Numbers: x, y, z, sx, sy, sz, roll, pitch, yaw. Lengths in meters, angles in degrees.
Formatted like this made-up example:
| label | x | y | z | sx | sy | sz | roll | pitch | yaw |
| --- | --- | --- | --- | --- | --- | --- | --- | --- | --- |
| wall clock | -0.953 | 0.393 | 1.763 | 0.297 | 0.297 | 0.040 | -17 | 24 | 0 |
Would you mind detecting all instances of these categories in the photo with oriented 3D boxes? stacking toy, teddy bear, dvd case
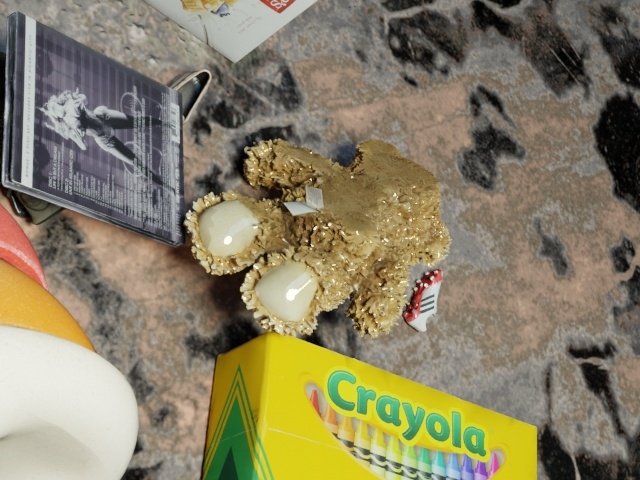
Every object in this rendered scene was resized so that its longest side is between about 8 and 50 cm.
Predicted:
| label | x | y | z | sx | sy | sz | roll | pitch | yaw |
| --- | --- | --- | --- | --- | --- | --- | --- | --- | --- |
| stacking toy | -0.356 | 0.006 | 0.999 | 0.351 | 0.350 | 0.480 | 8 | 48 | -37 |
| teddy bear | 0.000 | 0.000 | 1.343 | 0.245 | 0.113 | 0.338 | 30 | 33 | 5 |
| dvd case | -0.205 | -0.097 | 1.201 | 0.221 | 0.018 | 0.164 | 23 | 58 | -51 |

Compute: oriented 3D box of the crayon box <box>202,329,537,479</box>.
| label | x | y | z | sx | sy | sz | roll | pitch | yaw |
| --- | --- | --- | --- | --- | --- | --- | --- | --- | --- |
| crayon box | 0.055 | 0.295 | 1.285 | 0.363 | 0.106 | 0.313 | 23 | 58 | -31 |

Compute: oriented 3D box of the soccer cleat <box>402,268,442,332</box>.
| label | x | y | z | sx | sy | sz | roll | pitch | yaw |
| --- | --- | --- | --- | --- | --- | --- | --- | --- | --- |
| soccer cleat | 0.123 | 0.069 | 1.495 | 0.035 | 0.029 | 0.083 | 49 | 51 | -24 |

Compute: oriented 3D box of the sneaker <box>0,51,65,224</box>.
| label | x | y | z | sx | sy | sz | roll | pitch | yaw |
| --- | --- | --- | --- | --- | --- | --- | --- | --- | --- |
| sneaker | -0.289 | -0.096 | 1.183 | 0.227 | 0.087 | 0.130 | 20 | 53 | -38 |

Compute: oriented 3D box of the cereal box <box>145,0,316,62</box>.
| label | x | y | z | sx | sy | sz | roll | pitch | yaw |
| --- | --- | --- | --- | --- | --- | --- | --- | --- | --- |
| cereal box | -0.131 | -0.296 | 1.342 | 0.240 | 0.173 | 0.047 | 32 | 54 | -24 |

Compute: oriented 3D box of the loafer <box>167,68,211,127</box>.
| label | x | y | z | sx | sy | sz | roll | pitch | yaw |
| --- | --- | --- | --- | --- | --- | --- | --- | --- | --- |
| loafer | -0.153 | -0.136 | 1.344 | 0.045 | 0.039 | 0.125 | 44 | 50 | -18 |
